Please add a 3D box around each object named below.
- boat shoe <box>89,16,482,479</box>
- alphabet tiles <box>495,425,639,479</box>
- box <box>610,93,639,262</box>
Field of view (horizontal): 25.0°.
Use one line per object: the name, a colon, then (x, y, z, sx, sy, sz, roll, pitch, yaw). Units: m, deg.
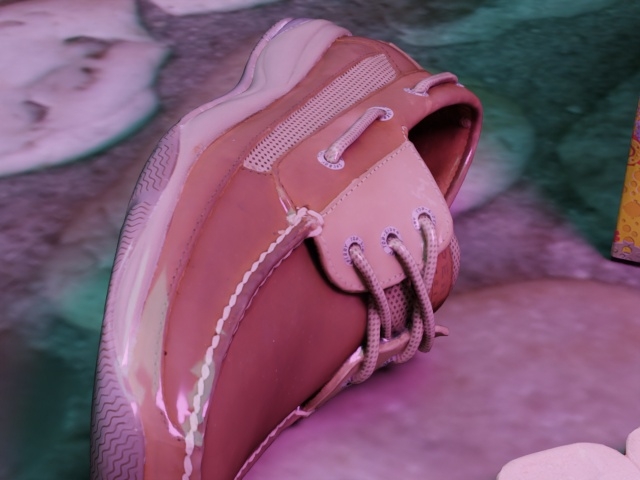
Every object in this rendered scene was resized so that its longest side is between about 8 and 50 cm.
boat shoe: (0.000, 0.000, 0.590, 0.116, 0.123, 0.324, 12, 37, 10)
alphabet tiles: (0.189, 0.149, 0.466, 0.284, 0.021, 0.278, -12, 36, -20)
box: (0.265, -0.164, 0.695, 0.177, 0.290, 0.279, 12, 34, 13)
